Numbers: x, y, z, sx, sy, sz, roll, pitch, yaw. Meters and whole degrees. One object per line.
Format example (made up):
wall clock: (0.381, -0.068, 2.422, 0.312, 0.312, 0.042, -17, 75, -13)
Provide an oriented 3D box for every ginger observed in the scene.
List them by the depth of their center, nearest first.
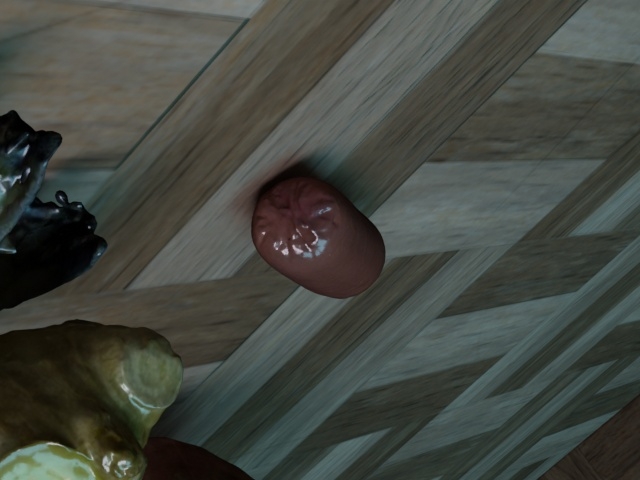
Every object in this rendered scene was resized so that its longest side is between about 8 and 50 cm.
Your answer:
ginger: (-0.161, 0.105, 0.740, 0.216, 0.157, 0.102, -38, 121, -27)

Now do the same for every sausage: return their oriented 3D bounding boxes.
sausage: (0.000, 0.000, 1.018, 0.062, 0.062, 0.154, -38, 163, 4)

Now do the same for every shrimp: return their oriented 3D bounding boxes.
shrimp: (-0.176, 0.022, 0.744, 0.289, 0.075, 0.178, -48, 167, 30)

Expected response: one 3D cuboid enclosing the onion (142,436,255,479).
onion: (-0.127, 0.310, 1.147, 0.353, 0.354, 0.353, -32, 162, -12)
